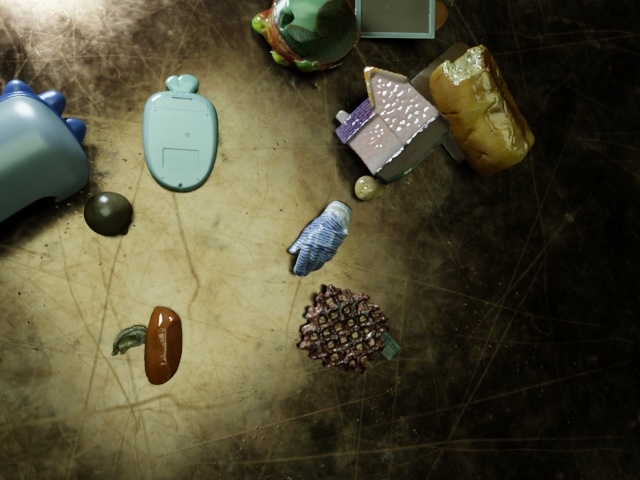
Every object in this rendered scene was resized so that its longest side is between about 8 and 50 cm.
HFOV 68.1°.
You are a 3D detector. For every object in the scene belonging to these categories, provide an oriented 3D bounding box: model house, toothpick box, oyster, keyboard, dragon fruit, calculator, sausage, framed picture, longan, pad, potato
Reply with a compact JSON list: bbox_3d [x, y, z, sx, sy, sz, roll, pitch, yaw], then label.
[{"bbox_3d":[0.183,-0.315,1.280,0.237,0.202,0.238,-43,74,20],"label":"model house"},{"bbox_3d":[-0.655,-0.163,0.972,0.354,0.263,0.263,-36,97,-17],"label":"toothpick box"},{"bbox_3d":[-0.450,0.238,1.128,0.083,0.038,0.081,20,90,-40],"label":"oyster"},{"bbox_3d":[0.150,0.255,1.312,0.055,0.014,0.176,-44,99,-11],"label":"keyboard"},{"bbox_3d":[-0.028,-0.574,1.255,0.294,0.130,0.269,-9,94,-18],"label":"dragon fruit"},{"bbox_3d":[-0.346,-0.271,1.178,0.183,0.042,0.296,1,87,-17],"label":"calculator"},{"bbox_3d":[-0.369,0.247,1.116,0.089,0.089,0.180,3,82,-17],"label":"sausage"},{"bbox_3d":[0.215,-0.719,1.361,0.231,0.019,0.297,2,85,1],"label":"framed picture"},{"bbox_3d":[-0.486,-0.059,1.100,0.106,0.106,0.119,-51,140,-13],"label":"longan"},{"bbox_3d":[0.424,-0.423,1.434,0.284,0.018,0.287,-42,99,-14],"label":"pad"},{"bbox_3d":[0.138,-0.144,1.313,0.083,0.062,0.068,-3,103,-38],"label":"potato"}]

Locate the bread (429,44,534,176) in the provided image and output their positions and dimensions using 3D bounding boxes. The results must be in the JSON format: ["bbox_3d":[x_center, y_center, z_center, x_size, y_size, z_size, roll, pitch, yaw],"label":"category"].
[{"bbox_3d":[0.442,-0.355,1.330,0.148,0.195,0.344,-36,97,-35],"label":"bread"}]

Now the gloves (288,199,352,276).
[{"bbox_3d":[0.001,-0.004,1.249,0.119,0.097,0.229,27,83,17],"label":"gloves"}]

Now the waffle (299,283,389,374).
[{"bbox_3d":[0.068,0.240,1.260,0.234,0.055,0.222,23,87,-7],"label":"waffle"}]

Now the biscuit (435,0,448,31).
[{"bbox_3d":[0.311,-0.718,1.410,0.186,0.036,0.192,-42,99,-16],"label":"biscuit"}]
